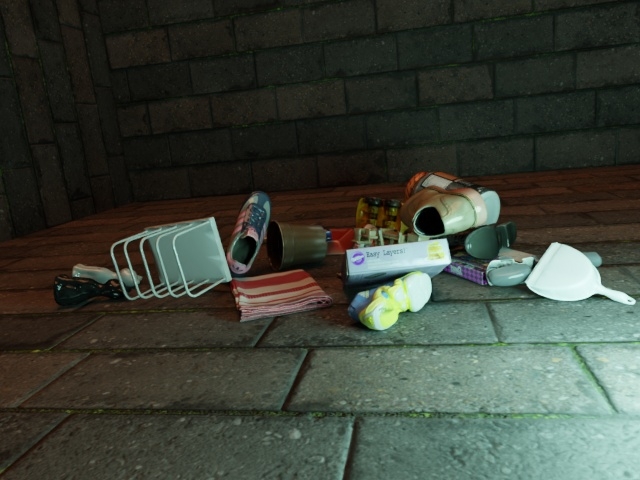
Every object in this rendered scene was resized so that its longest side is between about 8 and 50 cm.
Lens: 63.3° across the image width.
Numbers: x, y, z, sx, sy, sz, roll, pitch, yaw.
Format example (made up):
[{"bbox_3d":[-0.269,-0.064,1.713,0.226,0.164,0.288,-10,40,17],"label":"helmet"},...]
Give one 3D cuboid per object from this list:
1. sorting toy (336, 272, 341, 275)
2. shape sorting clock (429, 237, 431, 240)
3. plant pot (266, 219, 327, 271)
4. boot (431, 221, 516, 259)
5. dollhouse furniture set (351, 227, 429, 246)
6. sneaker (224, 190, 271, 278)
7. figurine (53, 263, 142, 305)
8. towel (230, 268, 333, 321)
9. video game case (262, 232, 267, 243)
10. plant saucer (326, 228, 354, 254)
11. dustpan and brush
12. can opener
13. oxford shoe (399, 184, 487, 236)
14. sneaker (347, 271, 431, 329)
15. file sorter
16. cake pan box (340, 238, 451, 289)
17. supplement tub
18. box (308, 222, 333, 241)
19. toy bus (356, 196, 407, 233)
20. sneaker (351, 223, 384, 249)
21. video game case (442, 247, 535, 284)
[{"bbox_3d":[0.088,0.104,1.523,0.061,0.012,0.083,-4,8,-15],"label":"sorting toy"},{"bbox_3d":[0.377,-0.002,1.808,0.206,0.040,0.206,-5,12,1],"label":"shape sorting clock"},{"bbox_3d":[-0.075,0.013,1.706,0.165,0.167,0.167,-3,10,-25],"label":"plant pot"},{"bbox_3d":[0.422,0.000,1.525,0.262,0.091,0.228,-12,7,-42],"label":"boot"},{"bbox_3d":[0.208,0.023,1.586,0.160,0.101,0.182,0,8,-29],"label":"dollhouse furniture set"},{"bbox_3d":[-0.213,-0.027,1.618,0.112,0.319,0.131,24,-25,-19],"label":"sneaker"},{"bbox_3d":[-0.673,0.134,1.604,0.209,0.093,0.215,1,11,-4],"label":"figurine"},{"bbox_3d":[-0.121,0.136,1.425,0.236,0.037,0.329,-8,12,-13],"label":"towel"},{"bbox_3d":[-0.233,-0.023,2.220,0.206,0.026,0.227,-10,13,-17],"label":"video game case"},{"bbox_3d":[0.000,0.000,1.962,0.258,0.048,0.259,-2,12,18],"label":"plant saucer"},{"bbox_3d":[0.604,0.095,1.187,0.147,0.060,0.211,-48,37,-18],"label":"dustpan and brush"},{"bbox_3d":[0.557,0.084,1.291,0.283,0.076,0.095,-4,29,5],"label":"can opener"},{"bbox_3d":[0.314,-0.080,1.533,0.146,0.141,0.397,-22,5,-17],"label":"oxford shoe"},{"bbox_3d":[0.154,0.128,1.208,0.126,0.091,0.240,5,17,43],"label":"sneaker"},{"bbox_3d":[-0.436,0.061,1.490,0.277,0.193,0.173,-6,14,32],"label":"file sorter"},{"bbox_3d":[0.178,0.068,1.316,0.245,0.070,0.267,-5,-14,0],"label":"cake pan box"},{"bbox_3d":[0.469,-0.136,1.885,0.193,0.194,0.316,-14,28,-32],"label":"supplement tub"},{"bbox_3d":[-0.044,-0.024,1.902,0.136,0.037,0.225,-9,14,-14],"label":"box"},{"bbox_3d":[0.283,-0.087,2.059,0.220,0.150,0.211,10,4,44],"label":"toy bus"},{"bbox_3d":[0.179,0.005,1.821,0.092,0.088,0.225,19,19,13],"label":"sneaker"},{"bbox_3d":[0.469,0.062,1.472,0.210,0.042,0.232,-10,13,-21],"label":"video game case"}]
